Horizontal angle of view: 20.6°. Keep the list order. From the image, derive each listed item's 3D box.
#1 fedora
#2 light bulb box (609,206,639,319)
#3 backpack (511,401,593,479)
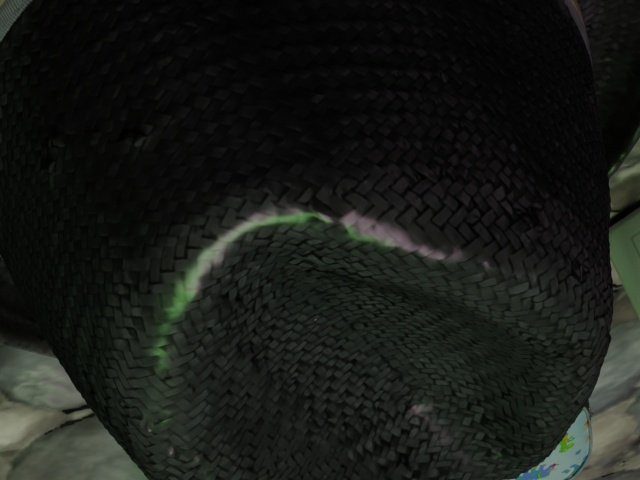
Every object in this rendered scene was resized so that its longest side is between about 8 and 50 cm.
[{"bbox_3d":[0.000,0.000,0.581,0.334,0.152,0.334,-14,147,-9],"label":"fedora"},{"bbox_3d":[0.363,0.072,0.690,0.358,0.361,0.225,-37,144,25],"label":"light bulb box"},{"bbox_3d":[0.072,0.074,0.792,0.105,0.084,0.114,-20,150,5],"label":"backpack"}]
